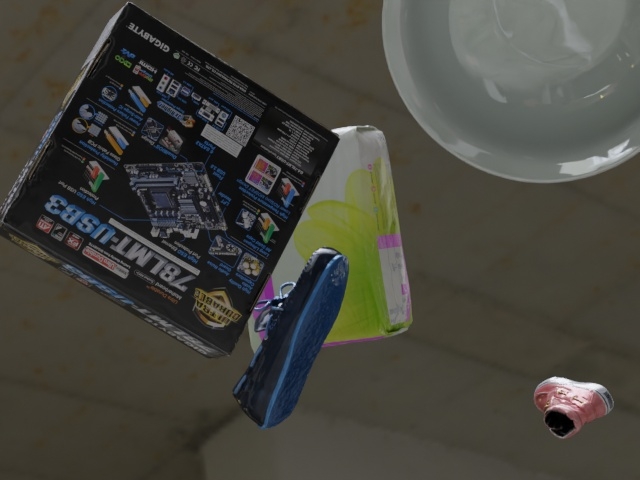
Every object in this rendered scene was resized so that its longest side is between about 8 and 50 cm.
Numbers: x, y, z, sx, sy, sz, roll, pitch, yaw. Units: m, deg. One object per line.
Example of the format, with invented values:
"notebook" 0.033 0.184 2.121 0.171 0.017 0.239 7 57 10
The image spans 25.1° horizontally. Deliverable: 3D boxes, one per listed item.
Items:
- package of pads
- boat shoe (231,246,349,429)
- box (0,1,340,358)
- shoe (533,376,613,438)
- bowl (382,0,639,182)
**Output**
"package of pads" 0.000 0.000 2.006 0.229 0.297 0.101 -10 -2 27
"boat shoe" -0.051 0.116 1.815 0.109 0.089 0.258 0 -60 -60
"box" -0.166 -0.064 1.599 0.295 0.293 0.073 31 -18 -16
"shoe" 0.361 0.254 2.185 0.081 0.063 0.178 -29 9 -25
"bowl" 0.218 -0.213 1.368 0.297 0.134 0.298 7 -67 17
